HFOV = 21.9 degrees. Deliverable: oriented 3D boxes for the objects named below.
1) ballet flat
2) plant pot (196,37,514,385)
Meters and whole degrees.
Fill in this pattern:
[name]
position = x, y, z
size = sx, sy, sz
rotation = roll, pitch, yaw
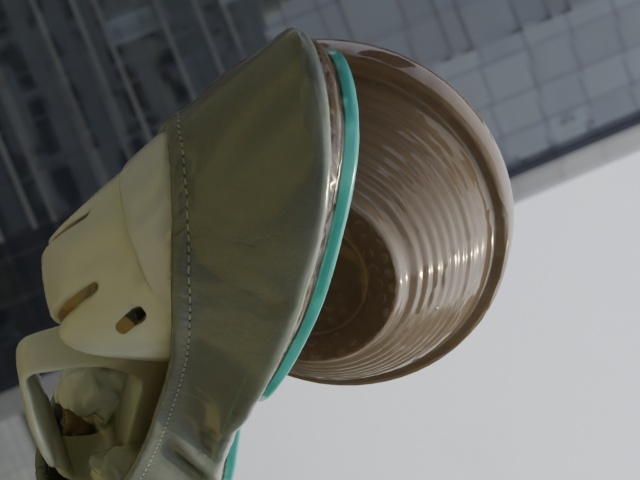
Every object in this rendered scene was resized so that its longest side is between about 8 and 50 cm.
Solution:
[ballet flat]
position = -0.044, 0.024, 0.438
size = 0.213, 0.068, 0.072
rotation = 112, -26, -55
[plant pot]
position = 0.000, 0.000, 1.052
size = 0.110, 0.237, 0.237
rotation = -61, 134, -63
